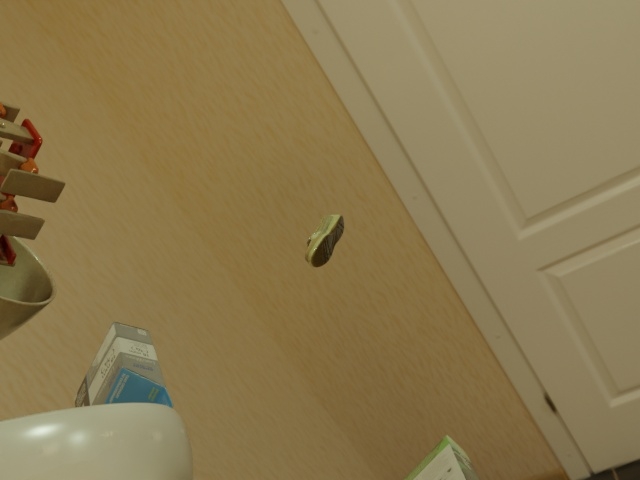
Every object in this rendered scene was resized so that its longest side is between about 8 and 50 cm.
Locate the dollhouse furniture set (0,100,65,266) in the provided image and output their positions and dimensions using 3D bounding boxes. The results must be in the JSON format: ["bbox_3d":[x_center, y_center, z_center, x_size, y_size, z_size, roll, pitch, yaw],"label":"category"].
[{"bbox_3d":[-0.549,-0.085,1.043,0.262,0.135,0.259,46,108,34],"label":"dollhouse furniture set"}]

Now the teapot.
[{"bbox_3d":[-0.233,0.265,0.551,0.256,0.187,0.252,-6,-23,-15],"label":"teapot"}]

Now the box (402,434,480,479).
[{"bbox_3d":[0.162,0.450,0.987,0.232,0.058,0.322,-46,-7,1],"label":"box"}]

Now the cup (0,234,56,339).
[{"bbox_3d":[-0.684,0.092,1.067,0.237,0.331,0.331,-50,17,1],"label":"cup"}]

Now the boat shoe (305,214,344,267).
[{"bbox_3d":[0.000,-0.002,1.142,0.048,0.056,0.153,6,38,21],"label":"boat shoe"}]

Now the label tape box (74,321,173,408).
[{"bbox_3d":[-0.475,0.378,1.428,0.241,0.105,0.333,-62,31,8],"label":"label tape box"}]
